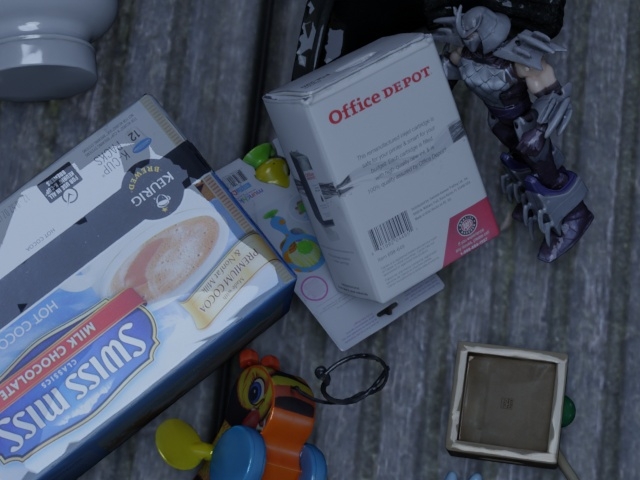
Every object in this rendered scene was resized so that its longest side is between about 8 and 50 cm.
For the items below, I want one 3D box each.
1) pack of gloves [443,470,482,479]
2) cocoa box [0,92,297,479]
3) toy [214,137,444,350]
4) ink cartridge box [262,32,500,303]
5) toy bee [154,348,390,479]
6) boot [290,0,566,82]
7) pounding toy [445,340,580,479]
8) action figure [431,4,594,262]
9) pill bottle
[{"bbox_3d":[0.174,0.354,1.445,0.195,0.046,0.232,16,89,2],"label":"pack of gloves"},{"bbox_3d":[-0.223,0.071,1.383,0.347,0.231,0.228,-38,83,-9],"label":"cocoa box"},{"bbox_3d":[0.000,0.000,1.489,0.137,0.056,0.237,-31,73,-24],"label":"toy"},{"bbox_3d":[0.060,-0.073,1.396,0.159,0.092,0.218,-29,110,-25],"label":"ink cartridge box"},{"bbox_3d":[-0.050,0.194,1.412,0.298,0.195,0.162,-38,38,7],"label":"toy bee"},{"bbox_3d":[0.122,-0.240,1.508,0.260,0.131,0.348,20,78,2],"label":"boot"},{"bbox_3d":[0.204,0.181,1.456,0.141,0.100,0.130,6,78,10],"label":"pounding toy"},{"bbox_3d":[0.189,-0.118,1.410,0.099,0.285,0.185,-37,38,-9],"label":"action figure"},{"bbox_3d":[-0.306,-0.315,1.484,0.182,0.181,0.323,-6,80,-3],"label":"pill bottle"}]
